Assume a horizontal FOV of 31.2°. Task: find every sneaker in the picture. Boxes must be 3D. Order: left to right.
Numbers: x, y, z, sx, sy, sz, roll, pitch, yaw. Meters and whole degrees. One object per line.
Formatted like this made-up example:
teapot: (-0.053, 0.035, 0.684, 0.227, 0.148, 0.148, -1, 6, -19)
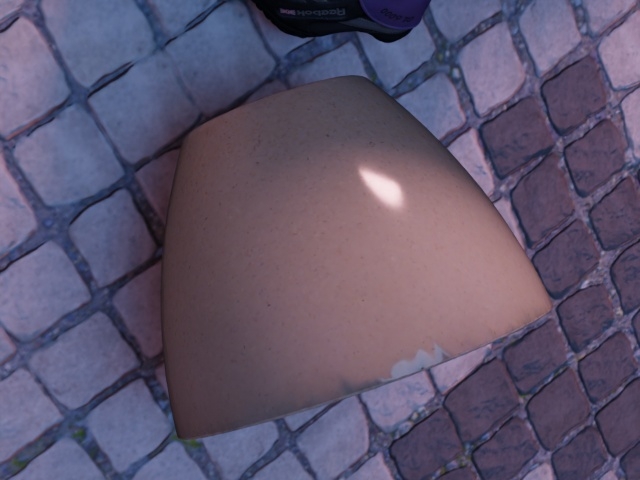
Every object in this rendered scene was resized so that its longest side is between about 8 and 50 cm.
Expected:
sneaker: (-0.038, -0.223, 0.972, 0.283, 0.107, 0.124, 8, 142, -12)

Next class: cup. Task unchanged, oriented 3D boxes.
cup: (0.000, 0.000, 0.966, 0.331, 0.331, 0.237, -18, 88, -24)
